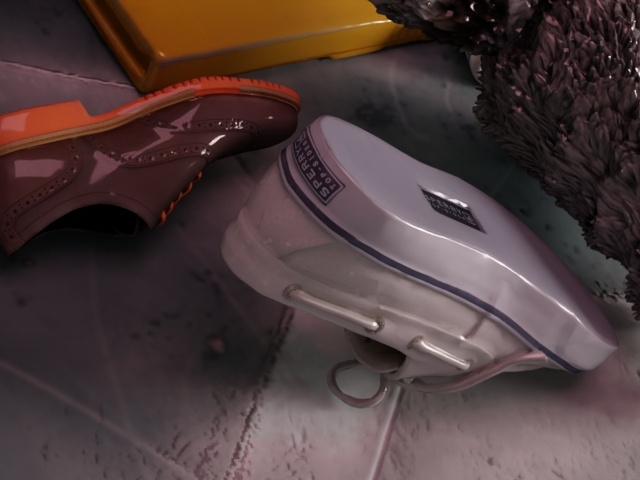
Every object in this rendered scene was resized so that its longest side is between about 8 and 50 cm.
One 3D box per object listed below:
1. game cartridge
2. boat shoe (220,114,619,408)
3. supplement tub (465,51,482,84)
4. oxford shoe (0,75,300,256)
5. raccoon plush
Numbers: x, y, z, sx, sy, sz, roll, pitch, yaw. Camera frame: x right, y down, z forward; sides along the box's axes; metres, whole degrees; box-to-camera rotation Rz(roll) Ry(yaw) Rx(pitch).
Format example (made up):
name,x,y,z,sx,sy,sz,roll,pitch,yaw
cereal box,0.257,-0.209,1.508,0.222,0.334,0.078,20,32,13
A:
name,x,y,z,sx,sy,sz,roll,pitch,yaw
game cartridge,-0.082,-0.260,1.331,0.324,0.052,0.285,-14,59,-39
boat shoe,0.064,0.047,1.069,0.367,0.156,0.136,23,30,-50
supplement tub,0.157,-0.194,1.371,0.071,0.071,0.107,5,49,-23
oxford shoe,-0.124,-0.051,1.102,0.271,0.097,0.098,-15,79,-31
raccoon plush,0.198,-0.046,1.160,0.446,0.216,0.299,10,52,-22
